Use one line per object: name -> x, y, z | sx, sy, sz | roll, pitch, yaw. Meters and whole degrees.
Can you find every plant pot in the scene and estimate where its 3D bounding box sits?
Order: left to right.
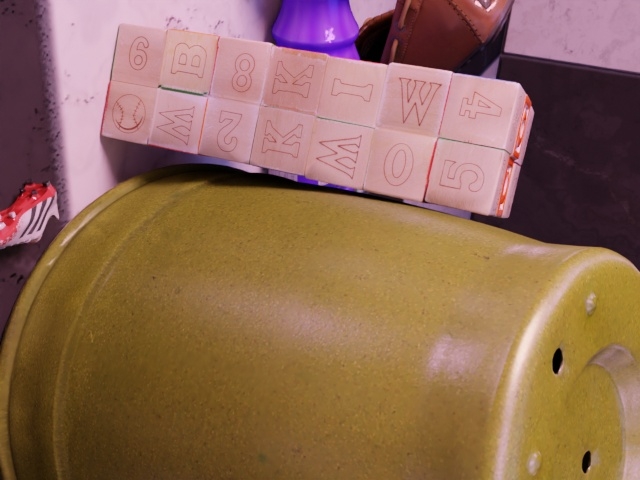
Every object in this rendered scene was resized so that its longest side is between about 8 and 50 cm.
plant pot -> 0.028, 0.119, 0.506 | 0.367, 0.353, 0.366 | -1, 92, -46

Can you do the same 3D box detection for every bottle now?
bottle -> -0.007, -0.164, 0.805 | 0.118, 0.092, 0.282 | -48, 147, -47

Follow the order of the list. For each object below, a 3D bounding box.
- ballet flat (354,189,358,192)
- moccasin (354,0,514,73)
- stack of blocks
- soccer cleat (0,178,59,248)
ballet flat -> 0.000, 0.000, 1.006 | 0.074, 0.074, 0.203 | -48, 153, -55
moccasin -> 0.089, -0.222, 0.890 | 0.139, 0.147, 0.380 | -64, -174, -14
stack of blocks -> 0.007, -0.091, 0.576 | 0.171, 0.297, 0.087 | -6, 109, -69
soccer cleat -> -0.197, -0.007, 0.471 | 0.083, 0.029, 0.035 | -61, 153, -49
